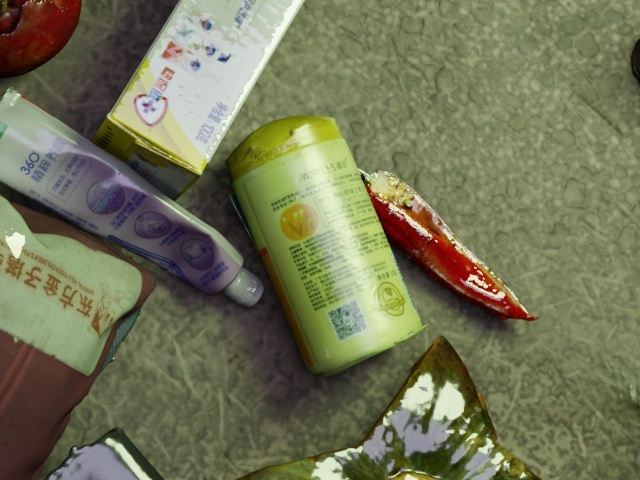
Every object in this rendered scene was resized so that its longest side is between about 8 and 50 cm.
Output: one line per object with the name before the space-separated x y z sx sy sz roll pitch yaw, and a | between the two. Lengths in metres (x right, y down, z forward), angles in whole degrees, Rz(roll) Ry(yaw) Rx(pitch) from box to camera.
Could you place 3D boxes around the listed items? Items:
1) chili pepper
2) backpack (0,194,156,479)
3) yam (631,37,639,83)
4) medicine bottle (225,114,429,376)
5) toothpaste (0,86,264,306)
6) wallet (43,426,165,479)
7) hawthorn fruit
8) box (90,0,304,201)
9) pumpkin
chili pepper | 0.100 -0.003 1.531 0.268 0.059 0.050 42 115 -5
backpack | -0.316 0.103 1.333 0.283 0.197 0.317 33 83 -41
yam | 0.363 -0.195 1.576 0.079 0.141 0.079 2 79 -11
medicine bottle | 0.000 0.000 1.470 0.124 0.124 0.239 -23 85 -16
toothpaste | -0.174 -0.026 1.429 0.301 0.048 0.075 35 100 -24
wallet | -0.133 0.358 1.400 0.197 0.051 0.377 -42 90 -7
hawthorn fruit | -0.285 -0.211 1.415 0.148 0.172 0.148 -4 108 -11
box | -0.102 -0.174 1.454 0.097 0.168 0.265 31 73 -9
pumpkin | 0.077 0.257 1.451 0.290 0.095 0.258 -36 86 -20
